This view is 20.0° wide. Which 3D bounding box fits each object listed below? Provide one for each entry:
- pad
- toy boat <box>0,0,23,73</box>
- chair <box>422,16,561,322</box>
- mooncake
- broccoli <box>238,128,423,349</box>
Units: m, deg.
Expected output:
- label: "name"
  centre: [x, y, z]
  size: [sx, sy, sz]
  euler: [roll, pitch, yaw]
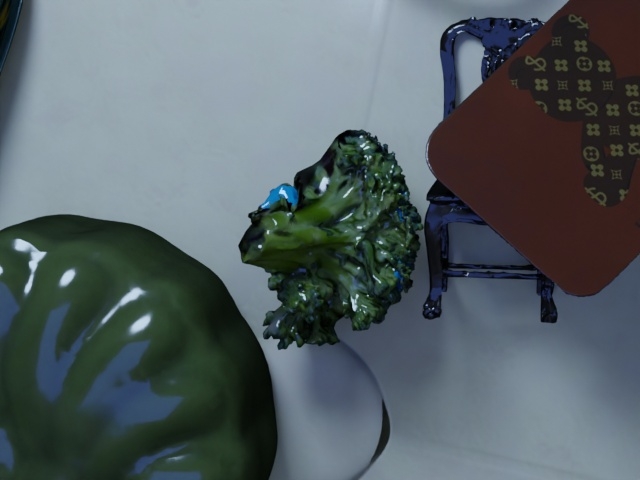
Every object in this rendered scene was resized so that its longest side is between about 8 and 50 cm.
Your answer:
- label: "pad"
  centre: [0.223, -0.095, 1.390]
  size: [0.181, 0.004, 0.267]
  euler: [43, 73, 10]
- label: "toy boat"
  centre: [-0.303, -0.153, 1.493]
  size: [0.093, 0.103, 0.246]
  euler: [18, 85, 20]
- label: "chair"
  centre: [0.137, -0.059, 1.425]
  size: [0.106, 0.113, 0.229]
  euler: [1, 99, 6]
- label: "mooncake"
  centre: [-0.202, 0.152, 1.457]
  size: [0.351, 0.187, 0.351]
  euler: [1, 94, 10]
- label: "broccoli"
  centre: [0.000, 0.000, 1.424]
  size: [0.167, 0.160, 0.154]
  euler: [-37, 57, 33]
